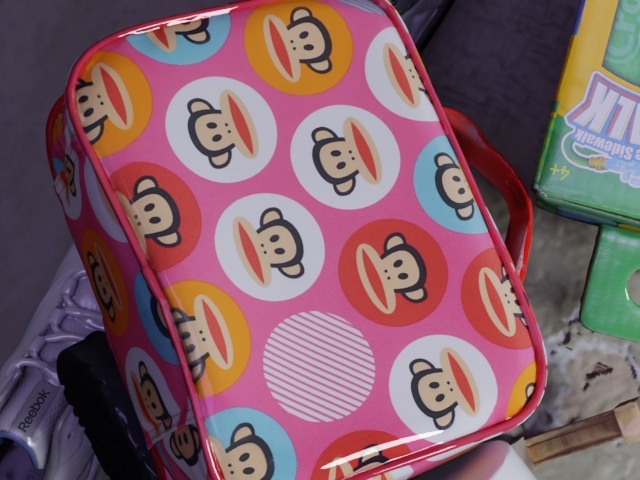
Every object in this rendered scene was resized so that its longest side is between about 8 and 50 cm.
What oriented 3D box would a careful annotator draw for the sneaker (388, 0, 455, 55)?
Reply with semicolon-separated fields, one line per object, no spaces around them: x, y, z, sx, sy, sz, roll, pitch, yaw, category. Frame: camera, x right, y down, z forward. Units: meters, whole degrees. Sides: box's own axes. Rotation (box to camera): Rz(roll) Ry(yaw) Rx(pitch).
0.038;-0.195;1.129;0.130;0.087;0.227;35;99;1;sneaker

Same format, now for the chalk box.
0.231;-0.077;1.053;0.180;0.179;0.289;13;90;8;chalk box

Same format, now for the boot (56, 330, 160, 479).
-0.021;0.126;1.084;0.207;0.094;0.246;-26;88;-29;boot

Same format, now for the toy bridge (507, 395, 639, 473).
0.122;0.143;1.121;0.188;0.063;0.026;-24;86;17;toy bridge

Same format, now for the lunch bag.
0.000;0.000;1.010;0.258;0.120;0.293;-17;80;-22;lunch bag

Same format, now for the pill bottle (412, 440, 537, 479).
0.144;0.274;1.039;0.169;0.169;0.301;-35;96;6;pill bottle

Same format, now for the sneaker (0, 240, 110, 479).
-0.151;0.087;1.128;0.111;0.129;0.297;24;91;10;sneaker
